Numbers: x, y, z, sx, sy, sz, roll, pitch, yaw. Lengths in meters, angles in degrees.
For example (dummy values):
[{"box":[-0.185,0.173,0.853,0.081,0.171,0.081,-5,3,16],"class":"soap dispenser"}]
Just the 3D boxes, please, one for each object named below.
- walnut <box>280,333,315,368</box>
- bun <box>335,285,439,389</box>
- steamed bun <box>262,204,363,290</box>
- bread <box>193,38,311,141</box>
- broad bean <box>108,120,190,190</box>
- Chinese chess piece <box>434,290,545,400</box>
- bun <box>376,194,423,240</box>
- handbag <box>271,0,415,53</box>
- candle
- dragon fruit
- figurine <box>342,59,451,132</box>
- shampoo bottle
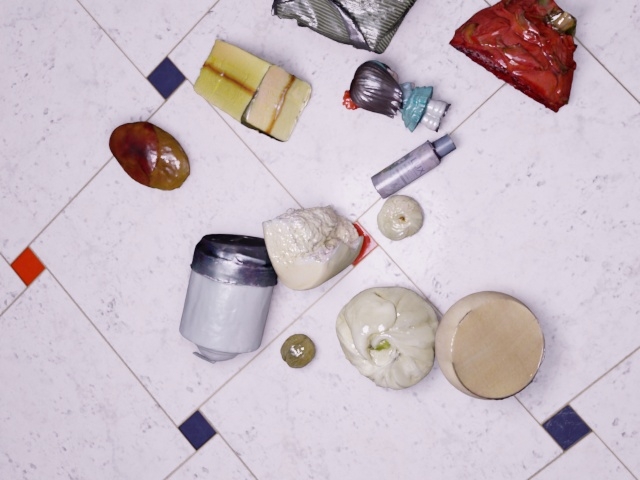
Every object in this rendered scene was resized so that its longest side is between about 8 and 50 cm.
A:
[{"box":[-0.057,0.278,1.762,0.092,0.092,0.092,1,93,13],"class":"walnut"},{"box":[0.163,0.230,1.666,0.259,0.160,0.259,0,90,13],"class":"bun"},{"box":[0.000,0.000,1.660,0.170,0.225,0.200,-6,106,41],"class":"steamed bun"},{"box":[-0.173,-0.385,1.773,0.264,0.163,0.167,38,104,40],"class":"bread"},{"box":[-0.441,-0.218,1.804,0.228,0.122,0.156,38,98,12],"class":"broad bean"},{"box":[0.386,0.239,1.595,0.250,0.103,0.249,-1,94,-14],"class":"Chinese chess piece"},{"box":[0.189,-0.054,1.689,0.115,0.069,0.115,1,92,15],"class":"bun"},{"box":[0.061,-0.579,1.613,0.341,0.247,0.240,23,109,9],"class":"handbag"},{"box":[-0.228,0.157,1.726,0.221,0.221,0.342,14,99,12],"class":"candle"},{"box":[0.463,-0.456,1.560,0.317,0.152,0.205,34,99,9],"class":"dragon fruit"},{"box":[0.178,-0.331,1.661,0.246,0.110,0.138,26,116,4],"class":"figurine"},{"box":[0.223,-0.180,1.674,0.214,0.072,0.072,-32,85,12],"class":"shampoo bottle"}]
